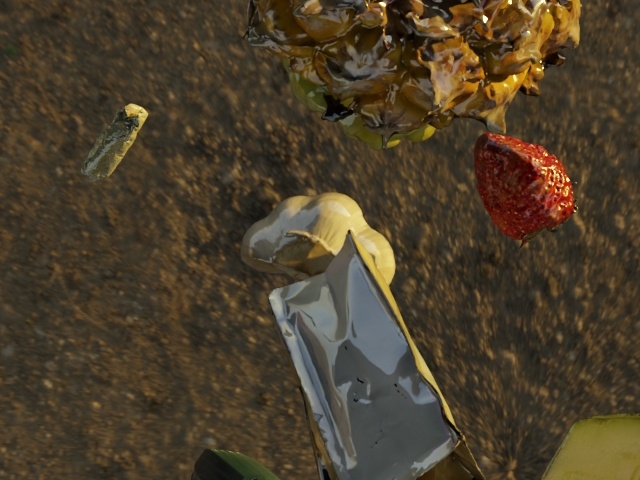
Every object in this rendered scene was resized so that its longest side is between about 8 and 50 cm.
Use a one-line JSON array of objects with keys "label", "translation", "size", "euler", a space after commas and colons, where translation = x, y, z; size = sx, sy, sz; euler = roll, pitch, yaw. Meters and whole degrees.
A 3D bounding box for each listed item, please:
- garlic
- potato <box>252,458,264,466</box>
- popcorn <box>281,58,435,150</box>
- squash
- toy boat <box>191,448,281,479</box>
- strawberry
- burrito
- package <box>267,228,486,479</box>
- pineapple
[{"label": "garlic", "translation": [0.000, 0.000, 1.582], "size": [0.229, 0.178, 0.143], "euler": [6, 88, 8]}, {"label": "potato", "translation": [-0.123, 0.351, 1.636], "size": [0.083, 0.051, 0.040], "euler": [8, 85, 8]}, {"label": "popcorn", "translation": [0.057, -0.159, 0.734], "size": [0.155, 0.197, 0.198], "euler": [4, 77, -20]}, {"label": "squash", "translation": [0.364, 0.313, 1.179], "size": [0.210, 0.309, 0.234], "euler": [34, 75, 7]}, {"label": "toy boat", "translation": [-0.072, 0.212, 0.911], "size": [0.055, 0.141, 0.060], "euler": [-21, 111, -27]}, {"label": "strawberry", "translation": [0.260, -0.069, 1.401], "size": [0.148, 0.131, 0.131], "euler": [28, 83, -25]}, {"label": "burrito", "translation": [-0.377, -0.174, 1.940], "size": [0.058, 0.045, 0.188], "euler": [36, 120, -10]}, {"label": "package", "translation": [0.052, 0.179, 1.244], "size": [0.165, 0.221, 0.311], "euler": [-27, 53, 3]}, {"label": "pineapple", "translation": [0.054, -0.156, 0.550], "size": [0.224, 0.076, 0.225], "euler": [2, 81, -15]}]
